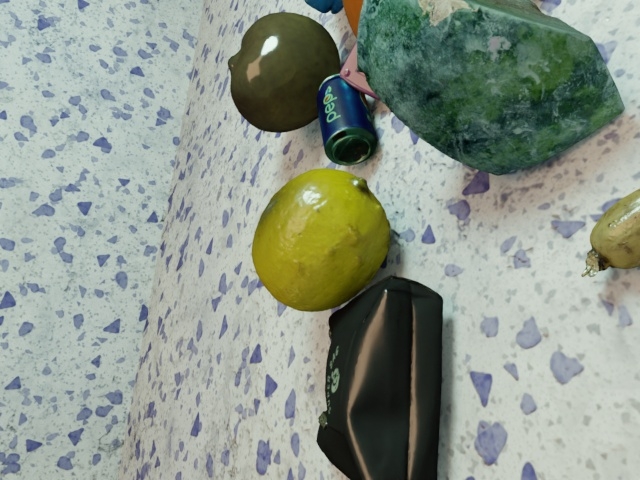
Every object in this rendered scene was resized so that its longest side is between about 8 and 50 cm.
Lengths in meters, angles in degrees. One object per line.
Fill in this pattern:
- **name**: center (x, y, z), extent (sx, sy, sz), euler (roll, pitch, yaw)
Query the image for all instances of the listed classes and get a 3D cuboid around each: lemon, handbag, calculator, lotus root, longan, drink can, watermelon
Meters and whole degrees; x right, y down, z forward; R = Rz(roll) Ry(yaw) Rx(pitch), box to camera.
- **lemon**: center (-0.002, 0.002, 0.965), extent (0.260, 0.260, 0.284), euler (34, 110, 57)
- **handbag**: center (0.074, 0.237, 0.855), extent (0.288, 0.152, 0.343), euler (151, 130, -64)
- **calculator**: center (0.131, -0.405, 1.067), extent (0.126, 0.034, 0.191), euler (34, 102, 16)
- **lotus root**: center (0.360, -0.012, 0.581), extent (0.152, 0.063, 0.072), euler (-53, 47, 25)
- **longan**: center (-0.093, -0.416, 1.269), extent (0.297, 0.297, 0.298), euler (-30, 52, 48)
- **drink can**: center (0.054, -0.272, 1.124), extent (0.118, 0.118, 0.205), euler (-43, 44, 40)
- **watermelon**: center (0.249, -0.271, 0.746), extent (0.258, 0.387, 0.228), euler (-46, -16, -37)

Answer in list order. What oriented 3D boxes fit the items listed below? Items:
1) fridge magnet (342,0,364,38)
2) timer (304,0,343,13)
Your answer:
- **fridge magnet**: center (0.175, -0.499, 0.905), extent (0.363, 0.155, 0.364), euler (23, 122, 45)
- **timer**: center (0.076, -0.707, 1.195), extent (0.309, 0.115, 0.340), euler (-58, 9, 33)
